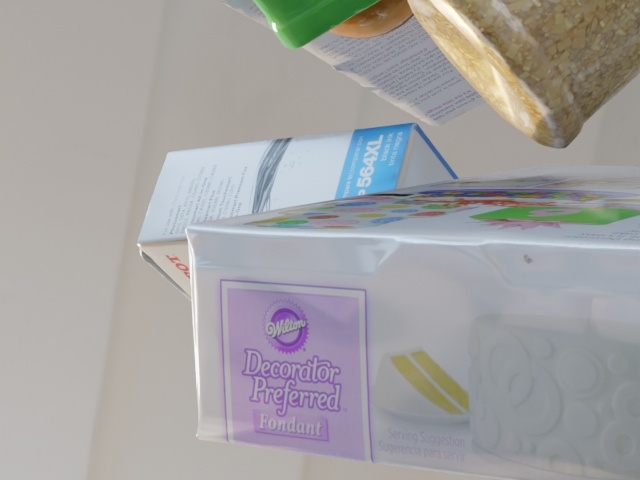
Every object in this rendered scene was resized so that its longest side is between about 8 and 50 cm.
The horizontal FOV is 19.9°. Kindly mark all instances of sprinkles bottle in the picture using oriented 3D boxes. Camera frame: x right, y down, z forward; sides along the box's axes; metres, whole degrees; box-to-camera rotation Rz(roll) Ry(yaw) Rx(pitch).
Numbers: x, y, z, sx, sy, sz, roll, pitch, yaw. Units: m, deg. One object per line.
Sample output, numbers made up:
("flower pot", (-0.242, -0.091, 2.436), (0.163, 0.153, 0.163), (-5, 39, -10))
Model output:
("sprinkles bottle", (0.206, -0.200, 0.877), (0.355, 0.121, 0.121), (-42, -60, -2))

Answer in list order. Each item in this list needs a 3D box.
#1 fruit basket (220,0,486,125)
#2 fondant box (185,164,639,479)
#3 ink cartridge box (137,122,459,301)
("fruit basket", (0.098, -0.224, 1.300), (0.327, 0.165, 0.353), (-27, -32, 34))
("fondant box", (0.133, 0.025, 0.809), (0.238, 0.330, 0.096), (3, -83, 33))
("ink cartridge box", (0.000, 0.000, 1.259), (0.203, 0.086, 0.148), (-3, -33, 31))
